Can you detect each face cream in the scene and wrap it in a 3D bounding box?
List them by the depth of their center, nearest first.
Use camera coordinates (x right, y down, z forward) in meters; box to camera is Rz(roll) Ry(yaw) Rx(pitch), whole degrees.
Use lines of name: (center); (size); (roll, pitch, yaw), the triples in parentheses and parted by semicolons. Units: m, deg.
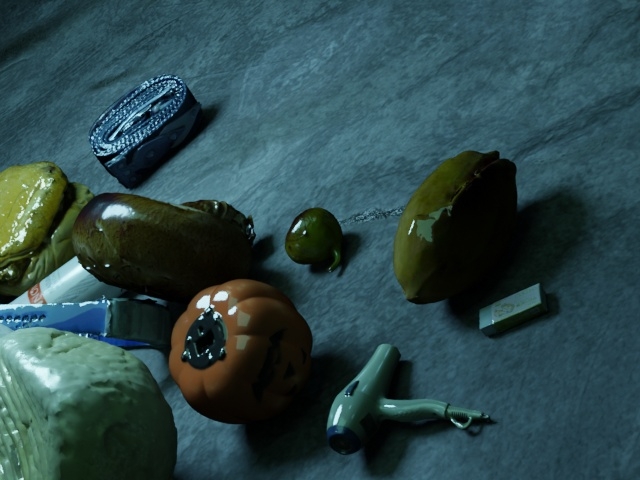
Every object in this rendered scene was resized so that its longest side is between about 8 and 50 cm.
face cream: (-0.449, 0.116, 2.165); (0.345, 0.102, 0.102); (-36, 30, 5)

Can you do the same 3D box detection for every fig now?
fig: (0.000, 0.000, 1.865); (0.098, 0.082, 0.084); (30, 48, 23)

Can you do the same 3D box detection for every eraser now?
eraser: (0.228, 0.083, 1.543); (0.083, 0.019, 0.038); (-26, 34, 22)

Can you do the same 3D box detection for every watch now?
watch: (-0.387, 0.121, 1.947); (0.274, 0.276, 0.068); (-6, 77, 41)

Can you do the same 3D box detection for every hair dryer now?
hair dryer: (0.108, 0.173, 1.535); (0.199, 0.067, 0.167); (-14, 32, 20)

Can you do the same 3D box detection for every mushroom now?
mushroom: (-0.230, 0.014, 1.942); (0.297, 0.278, 0.163); (2, 88, 60)

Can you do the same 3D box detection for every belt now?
belt: (-0.324, -0.207, 2.448); (0.218, 0.128, 0.122); (-39, 60, -3)

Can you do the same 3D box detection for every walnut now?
walnut: (0.171, -0.021, 1.635); (0.137, 0.137, 0.245); (5, 60, 50)

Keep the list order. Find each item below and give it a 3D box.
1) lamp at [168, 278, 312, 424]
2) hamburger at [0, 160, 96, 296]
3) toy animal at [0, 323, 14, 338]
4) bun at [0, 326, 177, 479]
lamp: (-0.097, 0.147, 1.681); (0.188, 0.164, 0.187); (-18, 61, 35)
hamburger: (-0.564, -0.009, 2.399); (0.319, 0.158, 0.318); (-27, 33, 19)
toy animal: (-0.443, 0.232, 1.863); (0.249, 0.289, 0.174); (-18, 29, -3)
bun: (-0.305, 0.275, 1.635); (0.352, 0.227, 0.349); (-53, 43, 36)
